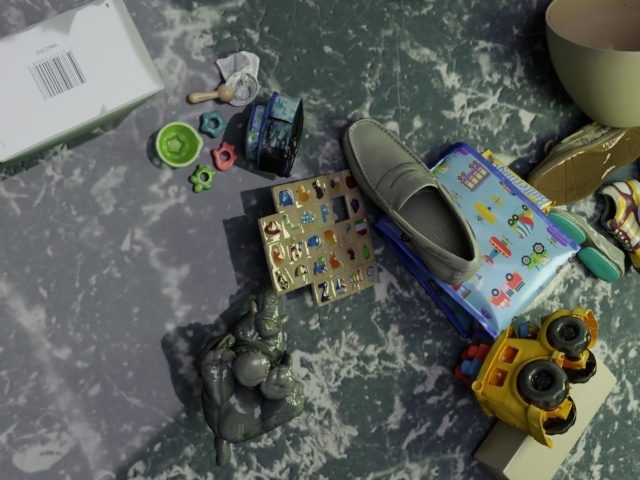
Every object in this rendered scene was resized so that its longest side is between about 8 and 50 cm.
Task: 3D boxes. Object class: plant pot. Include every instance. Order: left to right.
[{"bbox_3d":[0.535,-0.312,1.450,0.284,0.284,0.191,-26,132,-19],"label":"plant pot"}]

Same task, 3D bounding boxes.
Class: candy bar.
[{"bbox_3d":[0.338,-0.100,1.444,0.040,0.018,0.161,-39,66,-19],"label":"candy bar"}]

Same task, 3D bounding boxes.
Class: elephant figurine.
[{"bbox_3d":[-0.103,0.178,1.259,0.186,0.239,0.169,-21,116,6],"label":"elephant figurine"}]

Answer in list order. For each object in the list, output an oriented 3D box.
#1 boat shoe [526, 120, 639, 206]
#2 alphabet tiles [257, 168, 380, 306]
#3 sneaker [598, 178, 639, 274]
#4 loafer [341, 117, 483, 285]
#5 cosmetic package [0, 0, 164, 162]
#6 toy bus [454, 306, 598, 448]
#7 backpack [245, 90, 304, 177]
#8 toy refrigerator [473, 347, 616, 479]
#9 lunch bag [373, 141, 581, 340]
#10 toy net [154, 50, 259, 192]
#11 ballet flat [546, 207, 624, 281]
[{"bbox_3d":[0.480,-0.153,1.513,0.285,0.089,0.105,-27,126,-16],"label":"boat shoe"},{"bbox_3d":[0.000,0.000,1.306,0.237,0.009,0.198,-18,98,-45],"label":"alphabet tiles"},{"bbox_3d":[0.569,-0.018,1.556,0.083,0.069,0.186,-13,90,-12],"label":"sneaker"},{"bbox_3d":[0.147,-0.074,1.311,0.112,0.111,0.319,-36,77,-11],"label":"loafer"},{"bbox_3d":[-0.354,-0.202,1.102,0.224,0.224,0.138,-29,103,-18],"label":"cosmetic package"},{"bbox_3d":[0.340,0.205,1.398,0.220,0.211,0.149,-58,143,-20],"label":"toy bus"},{"bbox_3d":[-0.071,-0.169,1.279,0.084,0.105,0.114,15,75,0],"label":"backpack"},{"bbox_3d":[0.398,0.315,1.476,0.102,0.094,0.269,44,76,-23],"label":"toy refrigerator"},{"bbox_3d":[0.247,-0.012,1.403,0.221,0.138,0.293,-44,95,-13],"label":"lunch bag"},{"bbox_3d":[-0.151,-0.192,1.277,0.122,0.045,0.232,40,77,-17],"label":"toy net"},{"bbox_3d":[0.479,-0.005,1.525,0.213,0.072,0.068,39,50,-18],"label":"ballet flat"}]
